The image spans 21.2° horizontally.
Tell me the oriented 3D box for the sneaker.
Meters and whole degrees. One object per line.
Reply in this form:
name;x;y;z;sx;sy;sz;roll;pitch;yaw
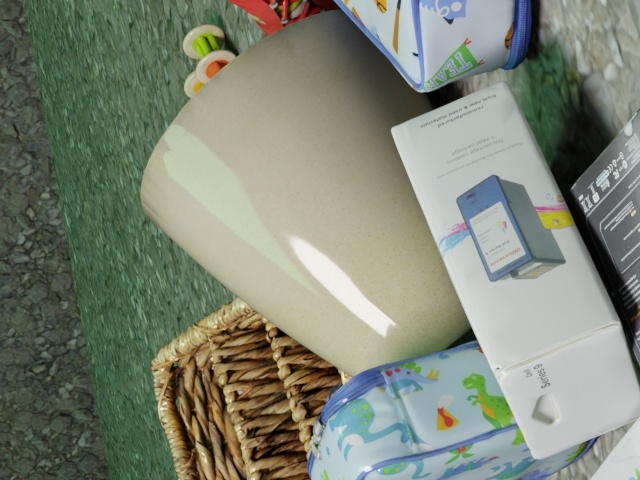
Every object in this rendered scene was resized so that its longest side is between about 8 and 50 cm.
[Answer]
sneaker;-0.029;-0.223;1.513;0.118;0.107;0.279;62;-165;7

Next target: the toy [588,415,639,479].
toy;0.241;0.215;1.202;0.237;0.056;0.136;107;148;-54

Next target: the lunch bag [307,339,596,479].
lunch bag;0.101;0.148;1.306;0.176;0.219;0.090;101;150;-59

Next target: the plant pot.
plant pot;0.034;-0.005;1.409;0.274;0.256;0.256;50;155;22

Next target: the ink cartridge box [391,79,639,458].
ink cartridge box;0.139;0.023;1.185;0.154;0.093;0.212;59;-169;-56

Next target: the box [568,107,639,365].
box;0.237;0.003;1.011;0.231;0.056;0.183;116;135;-68

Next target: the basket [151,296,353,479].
basket;-0.005;0.184;1.534;0.213;0.223;0.299;118;139;-63

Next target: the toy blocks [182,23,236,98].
toy blocks;-0.114;-0.165;2.025;0.123;0.054;0.148;93;155;-49

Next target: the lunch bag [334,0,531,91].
lunch bag;0.053;-0.261;1.283;0.303;0.115;0.243;-124;20;-48
